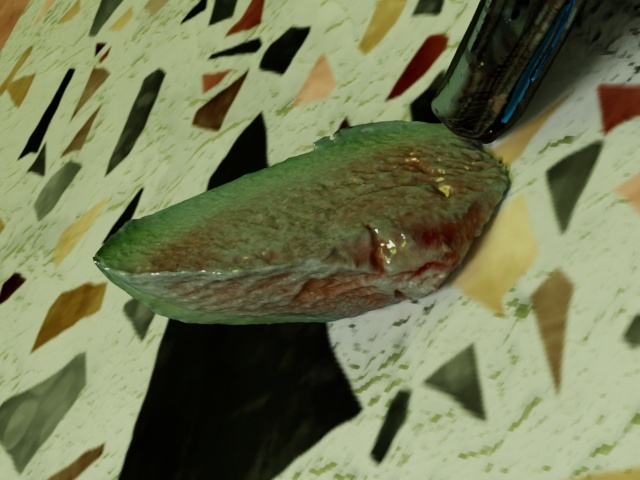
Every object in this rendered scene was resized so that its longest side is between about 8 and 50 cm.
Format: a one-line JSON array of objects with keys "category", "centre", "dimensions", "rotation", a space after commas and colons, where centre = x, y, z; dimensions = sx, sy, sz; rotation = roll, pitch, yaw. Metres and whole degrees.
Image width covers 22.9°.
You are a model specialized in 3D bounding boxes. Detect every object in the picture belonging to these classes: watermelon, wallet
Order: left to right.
[{"category": "watermelon", "centre": [-0.005, 0.001, 0.680], "dimensions": [0.180, 0.081, 0.094], "rotation": [-19, 6, -8]}, {"category": "wallet", "centre": [0.136, -0.201, 0.683], "dimensions": [0.317, 0.044, 0.169], "rotation": [-64, 1, -22]}]
